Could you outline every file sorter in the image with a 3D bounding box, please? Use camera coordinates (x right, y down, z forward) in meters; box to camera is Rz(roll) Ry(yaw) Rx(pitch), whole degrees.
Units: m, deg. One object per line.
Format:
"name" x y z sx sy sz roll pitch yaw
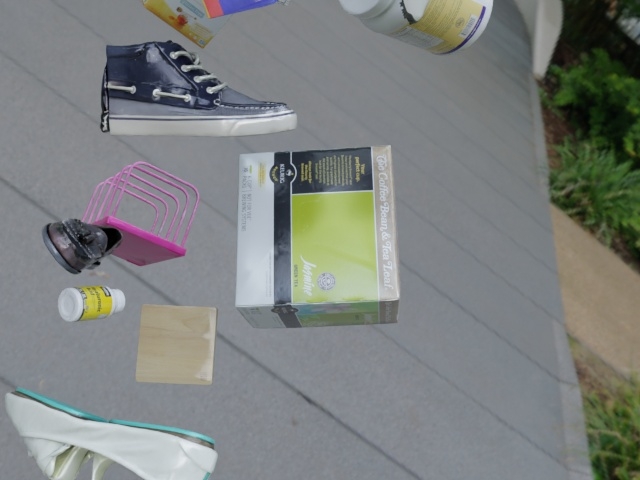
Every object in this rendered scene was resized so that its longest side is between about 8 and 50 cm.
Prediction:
"file sorter" -0.459 -0.065 1.789 0.202 0.290 0.182 27 69 -29

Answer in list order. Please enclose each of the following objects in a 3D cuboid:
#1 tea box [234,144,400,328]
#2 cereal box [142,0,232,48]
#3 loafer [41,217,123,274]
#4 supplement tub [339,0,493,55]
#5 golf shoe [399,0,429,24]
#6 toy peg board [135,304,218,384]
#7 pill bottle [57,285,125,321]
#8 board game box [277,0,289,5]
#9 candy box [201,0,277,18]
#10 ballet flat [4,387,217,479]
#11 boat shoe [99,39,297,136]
"tea box" 0.000 0.000 1.494 0.220 0.323 0.329 73 16 -70
"cereal box" -0.246 -0.556 1.543 0.173 0.240 0.047 28 26 -42
"loafer" -0.444 -0.003 1.354 0.109 0.095 0.302 57 -7 -2
"supplement tub" 0.229 -0.601 1.729 0.331 0.241 0.241 7 42 -39
"golf shoe" 0.190 -0.453 1.174 0.093 0.198 0.077 17 3 32
"toy peg board" -0.298 0.222 1.521 0.161 0.161 0.079 2 -9 3
"pill bottle" -0.431 0.119 1.354 0.065 0.065 0.116 52 25 22
"board game box" -0.094 -0.705 1.620 0.192 0.305 0.053 9 38 -36
"candy box" -0.153 -0.530 1.123 0.317 0.122 0.268 -92 166 -57
"ballet flat" -0.354 0.330 1.116 0.399 0.139 0.139 8 22 20
"boat shoe" -0.210 -0.259 1.210 0.340 0.158 0.127 0 12 0
